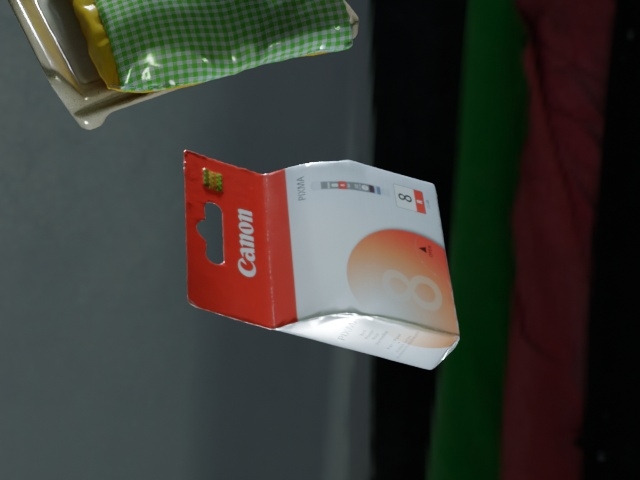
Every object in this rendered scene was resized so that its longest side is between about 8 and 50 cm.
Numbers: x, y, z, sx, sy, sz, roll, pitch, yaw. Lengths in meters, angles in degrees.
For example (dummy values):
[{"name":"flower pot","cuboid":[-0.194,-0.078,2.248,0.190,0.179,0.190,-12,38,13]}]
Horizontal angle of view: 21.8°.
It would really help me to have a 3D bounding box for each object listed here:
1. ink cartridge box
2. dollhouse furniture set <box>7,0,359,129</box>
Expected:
[{"name":"ink cartridge box","cuboid":[0.000,0.000,1.102,0.045,0.179,0.145,-53,-150,38]},{"name":"dollhouse furniture set","cuboid":[-0.125,-0.229,1.074,0.301,0.198,0.151,-124,-162,-47]}]
